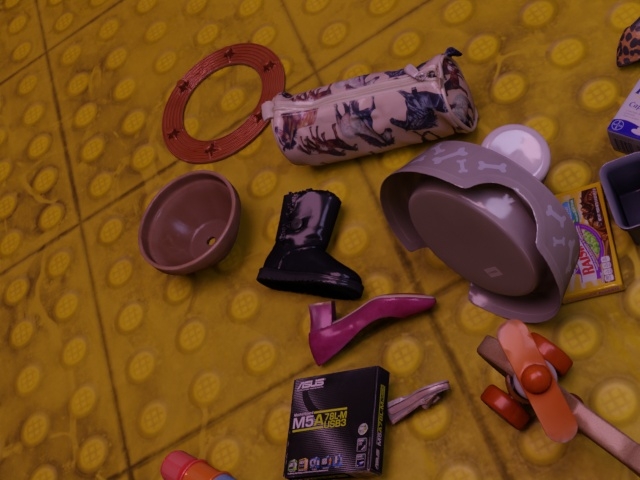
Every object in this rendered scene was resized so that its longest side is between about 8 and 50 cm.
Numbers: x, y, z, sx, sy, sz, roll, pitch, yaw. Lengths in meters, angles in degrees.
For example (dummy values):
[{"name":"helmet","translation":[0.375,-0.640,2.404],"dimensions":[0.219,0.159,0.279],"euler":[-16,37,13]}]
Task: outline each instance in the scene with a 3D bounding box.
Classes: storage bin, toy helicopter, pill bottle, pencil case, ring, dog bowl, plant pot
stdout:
[{"name":"storage bin","translation":[0.530,-0.065,1.568],"dimensions":[0.098,0.091,0.135],"euler":[-21,55,18]},{"name":"toy helicopter","translation":[0.368,0.244,1.384],"dimensions":[0.140,0.235,0.355],"euler":[-50,50,-5]},{"name":"pill bottle","translation":[0.323,-0.108,1.625],"dimensions":[0.117,0.215,0.117],"euler":[-2,73,5]},{"name":"pencil case","translation":[0.093,-0.258,1.880],"dimensions":[0.410,0.183,0.160],"euler":[-9,53,27]},{"name":"ring","translation":[-0.236,-0.329,2.215],"dimensions":[0.337,0.032,0.336],"euler":[-14,56,22]},{"name":"dog bowl","translation":[0.265,-0.019,1.548],"dimensions":[0.349,0.349,0.102],"euler":[25,65,38]},{"name":"plant pot","translation":[-0.255,-0.021,1.991],"dimensions":[0.237,0.110,0.237],"euler":[-14,57,22]}]

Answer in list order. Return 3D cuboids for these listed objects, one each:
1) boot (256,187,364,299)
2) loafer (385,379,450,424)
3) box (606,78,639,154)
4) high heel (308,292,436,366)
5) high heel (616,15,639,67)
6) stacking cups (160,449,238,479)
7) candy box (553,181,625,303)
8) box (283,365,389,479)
[{"name":"boot","translation":[0.000,0.000,1.837],"dimensions":[0.246,0.094,0.207],"euler":[5,69,39]},{"name":"loafer","translation":[0.168,0.276,1.613],"dimensions":[0.125,0.045,0.039],"euler":[-27,69,22]},{"name":"box","translation":[0.586,-0.209,1.633],"dimensions":[0.126,0.072,0.137],"euler":[27,78,38]},{"name":"high heel","translation":[0.094,0.159,1.717],"dimensions":[0.244,0.082,0.117],"euler":[-8,87,12]},{"name":"high heel","translation":[0.659,-0.323,1.676],"dimensions":[0.261,0.093,0.186],"euler":[50,116,28]},{"name":"stacking cups","translation":[-0.164,0.459,1.661],"dimensions":[0.316,0.096,0.096],"euler":[16,71,37]},{"name":"candy box","translation":[0.446,0.003,1.618],"dimensions":[0.105,0.027,0.206],"euler":[-18,55,24]},{"name":"box","translation":[0.027,0.319,1.645],"dimensions":[0.191,0.045,0.184],"euler":[-15,58,36]}]
